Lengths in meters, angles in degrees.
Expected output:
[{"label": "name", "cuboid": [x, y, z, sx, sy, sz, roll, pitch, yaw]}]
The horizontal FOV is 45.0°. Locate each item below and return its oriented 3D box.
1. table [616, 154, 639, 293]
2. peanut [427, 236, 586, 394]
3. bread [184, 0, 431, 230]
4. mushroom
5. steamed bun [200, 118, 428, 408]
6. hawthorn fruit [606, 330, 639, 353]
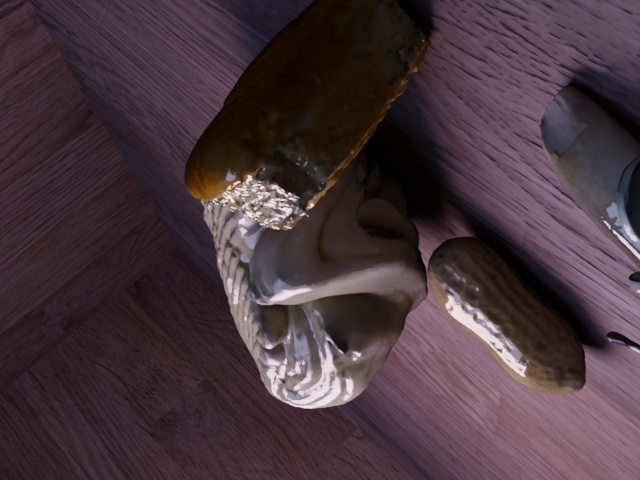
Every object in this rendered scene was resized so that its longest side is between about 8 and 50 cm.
[{"label": "table", "cuboid": [0.267, 0.005, 0.355, 0.166, 0.166, 0.198, 52, 162, -13]}, {"label": "peanut", "cuboid": [0.204, 0.085, 0.847, 0.214, 0.090, 0.098, 46, 153, 12]}, {"label": "bread", "cuboid": [-0.014, -0.118, 0.681, 0.121, 0.245, 0.174, 41, 167, -9]}, {"label": "mushroom", "cuboid": [0.234, -0.026, 0.549, 0.209, 0.071, 0.084, 47, 160, 18]}, {"label": "steamed bun", "cuboid": [0.000, 0.000, 0.936, 0.339, 0.247, 0.352, 95, 157, -55]}, {"label": "hawthorn fruit", "cuboid": [0.340, 0.196, 0.486, 0.235, 0.231, 0.263, -22, 108, 33]}]
